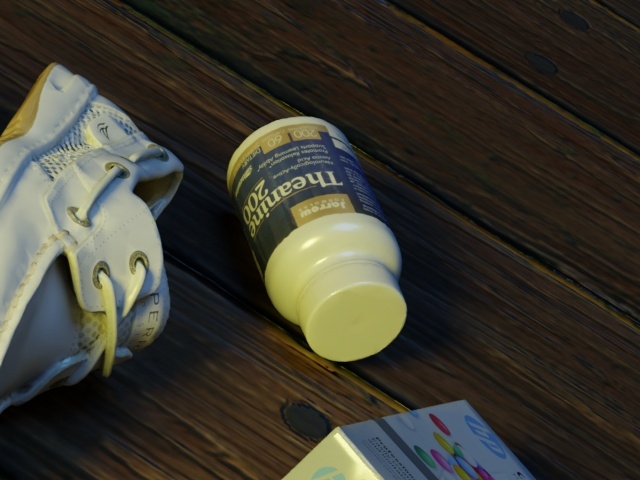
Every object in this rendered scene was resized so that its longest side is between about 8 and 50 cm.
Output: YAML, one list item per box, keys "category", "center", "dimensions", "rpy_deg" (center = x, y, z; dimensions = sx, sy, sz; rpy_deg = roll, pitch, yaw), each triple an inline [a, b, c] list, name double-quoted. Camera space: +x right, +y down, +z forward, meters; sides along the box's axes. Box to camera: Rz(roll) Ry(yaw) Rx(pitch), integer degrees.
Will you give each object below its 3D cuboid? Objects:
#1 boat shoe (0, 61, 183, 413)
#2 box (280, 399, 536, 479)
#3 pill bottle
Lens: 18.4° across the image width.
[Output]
- category: "boat shoe"
  center: [-0.106, 0.012, 0.812]
  dimensions: [0.096, 0.098, 0.277]
  rpy_deg: [25, 29, -6]
- category: "box"
  center: [0.068, 0.130, 0.760]
  dimensions: [0.145, 0.038, 0.186]
  rpy_deg: [49, 11, 14]
- category: "pill bottle"
  center: [0.000, 0.000, 0.949]
  dimensions: [0.067, 0.067, 0.120]
  rpy_deg: [11, 35, -29]
